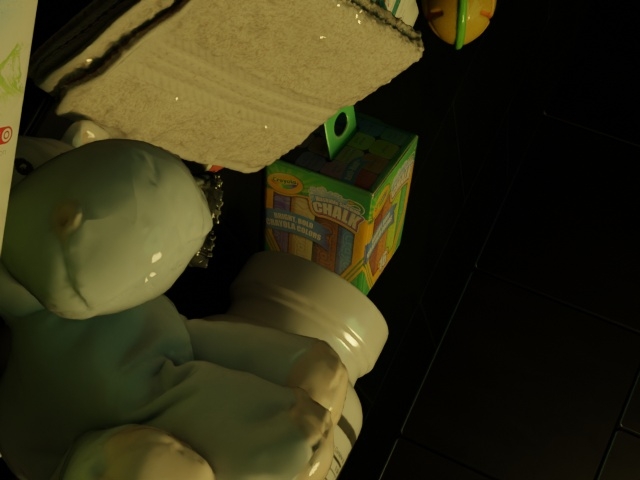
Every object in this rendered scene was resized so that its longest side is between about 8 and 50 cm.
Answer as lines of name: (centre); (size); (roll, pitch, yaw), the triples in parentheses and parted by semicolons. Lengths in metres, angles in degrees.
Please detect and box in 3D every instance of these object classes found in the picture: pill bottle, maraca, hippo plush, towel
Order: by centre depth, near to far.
hippo plush: (-0.123, 0.040, 0.607); (0.234, 0.294, 0.236); (-21, 105, -43)
towel: (-0.052, -0.124, 0.673); (0.187, 0.049, 0.282); (-31, 161, 24)
pill bottle: (-0.085, 0.205, 0.931); (0.363, 0.210, 0.210); (-60, 161, -25)
maraca: (0.184, -0.343, 1.265); (0.127, 0.099, 0.185); (91, 1, -61)

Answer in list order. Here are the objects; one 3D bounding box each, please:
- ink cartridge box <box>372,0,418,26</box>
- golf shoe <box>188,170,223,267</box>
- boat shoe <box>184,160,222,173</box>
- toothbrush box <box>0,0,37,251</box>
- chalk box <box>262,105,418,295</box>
ink cartridge box: (-0.008, -0.222, 0.771); (0.078, 0.134, 0.231); (-67, 162, -6)
golf shoe: (-0.129, -0.025, 0.771); (0.198, 0.094, 0.077); (-166, -95, -83)
boat shoe: (-0.081, -0.120, 0.816); (0.043, 0.049, 0.137); (-18, 136, -51)
toothbrush box: (-0.242, 0.008, 0.382); (0.206, 0.122, 0.283); (-29, 136, -64)
chalk box: (0.022, -0.061, 1.056); (0.132, 0.132, 0.213); (-52, 157, -43)
